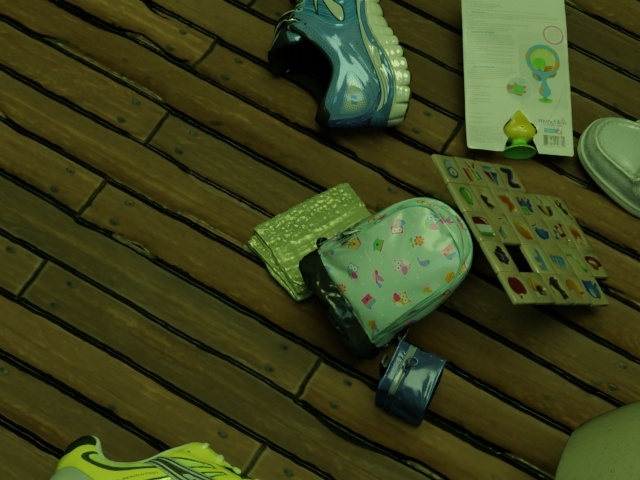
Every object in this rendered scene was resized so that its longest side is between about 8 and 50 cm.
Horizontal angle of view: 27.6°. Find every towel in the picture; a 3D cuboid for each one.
[{"bbox_3d":[0.000,0.000,1.524,0.148,0.027,0.110,-31,68,-19],"label":"towel"}]

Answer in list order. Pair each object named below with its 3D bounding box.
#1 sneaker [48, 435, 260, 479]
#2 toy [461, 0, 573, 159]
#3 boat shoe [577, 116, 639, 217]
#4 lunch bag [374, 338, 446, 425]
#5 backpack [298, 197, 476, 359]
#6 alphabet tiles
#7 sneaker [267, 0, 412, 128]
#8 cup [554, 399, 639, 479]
[{"bbox_3d":[-0.094,0.275,1.295,0.385,0.145,0.147,8,61,-4],"label":"sneaker"},{"bbox_3d":[0.243,-0.210,1.652,0.137,0.056,0.237,4,66,-8],"label":"toy"},{"bbox_3d":[0.464,-0.065,1.567,0.320,0.103,0.118,34,63,12],"label":"boat shoe"},{"bbox_3d":[0.093,0.152,1.409,0.065,0.098,0.067,23,66,10],"label":"lunch bag"},{"bbox_3d":[0.084,0.032,1.421,0.182,0.115,0.152,-33,90,10],"label":"backpack"},{"bbox_3d":[0.240,-0.009,1.485,0.237,0.009,0.198,5,51,-49],"label":"alphabet tiles"},{"bbox_3d":[-0.001,-0.282,1.624,0.147,0.129,0.330,-12,63,-15],"label":"sneaker"},{"bbox_3d":[0.360,0.279,1.273,0.237,0.331,0.331,6,57,28],"label":"cup"}]
